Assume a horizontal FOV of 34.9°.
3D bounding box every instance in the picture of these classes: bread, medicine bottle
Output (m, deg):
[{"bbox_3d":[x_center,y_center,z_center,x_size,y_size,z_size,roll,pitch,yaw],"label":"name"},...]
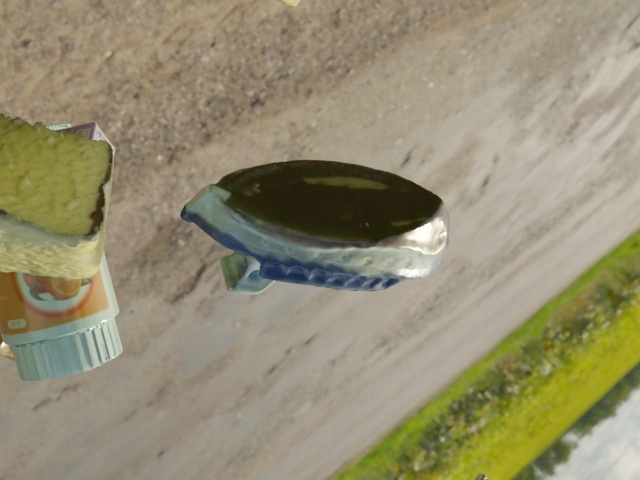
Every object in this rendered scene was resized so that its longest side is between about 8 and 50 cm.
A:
[{"bbox_3d":[-0.317,-0.039,0.887,0.178,0.266,0.142,-107,-151,-67],"label":"bread"},{"bbox_3d":[-0.366,0.017,1.340,0.158,0.318,0.158,-14,-173,2],"label":"medicine bottle"}]

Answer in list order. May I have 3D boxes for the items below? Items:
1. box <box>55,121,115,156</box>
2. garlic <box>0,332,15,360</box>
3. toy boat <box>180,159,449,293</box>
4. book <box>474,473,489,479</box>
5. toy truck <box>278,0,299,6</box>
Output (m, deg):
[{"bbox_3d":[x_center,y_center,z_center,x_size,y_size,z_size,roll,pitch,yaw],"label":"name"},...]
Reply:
[{"bbox_3d":[-0.287,-0.092,1.109,0.117,0.036,0.050,-8,140,16],"label":"box"},{"bbox_3d":[-0.549,0.114,1.696,0.196,0.338,0.151,-1,104,-54],"label":"garlic"},{"bbox_3d":[0.000,0.000,0.891,0.262,0.114,0.115,2,140,-22],"label":"toy boat"},{"bbox_3d":[0.275,0.582,1.573,0.031,0.379,0.264,-6,-144,50],"label":"book"},{"bbox_3d":[-0.013,-0.431,1.237,0.136,0.111,0.286,24,88,-55],"label":"toy truck"}]
